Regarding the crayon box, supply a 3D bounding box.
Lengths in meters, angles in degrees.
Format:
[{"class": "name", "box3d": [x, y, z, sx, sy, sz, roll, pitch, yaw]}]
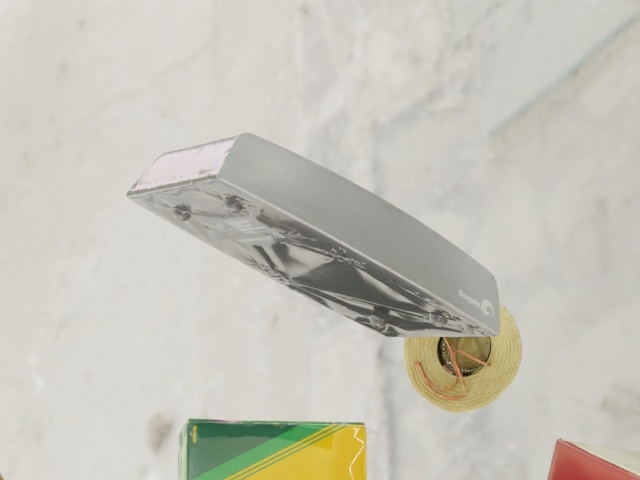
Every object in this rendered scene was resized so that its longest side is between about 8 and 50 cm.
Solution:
[{"class": "crayon box", "box3d": [-0.044, 0.303, 1.445, 0.081, 0.165, 0.278, 128, 143, -72]}]

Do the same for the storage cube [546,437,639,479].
[{"class": "storage cube", "box3d": [0.290, 0.286, 1.333, 0.215, 0.183, 0.193, -159, 82, -67]}]

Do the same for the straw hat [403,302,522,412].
[{"class": "straw hat", "box3d": [0.165, 0.118, 1.820, 0.144, 0.061, 0.144, 3, 98, 21]}]

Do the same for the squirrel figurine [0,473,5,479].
[{"class": "squirrel figurine", "box3d": [-0.279, 0.286, 0.714, 0.281, 0.370, 0.397, -45, 77, 23]}]

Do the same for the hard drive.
[{"class": "hard drive", "box3d": [0.000, 0.000, 1.196, 0.172, 0.254, 0.054, -7, 58, 60]}]
